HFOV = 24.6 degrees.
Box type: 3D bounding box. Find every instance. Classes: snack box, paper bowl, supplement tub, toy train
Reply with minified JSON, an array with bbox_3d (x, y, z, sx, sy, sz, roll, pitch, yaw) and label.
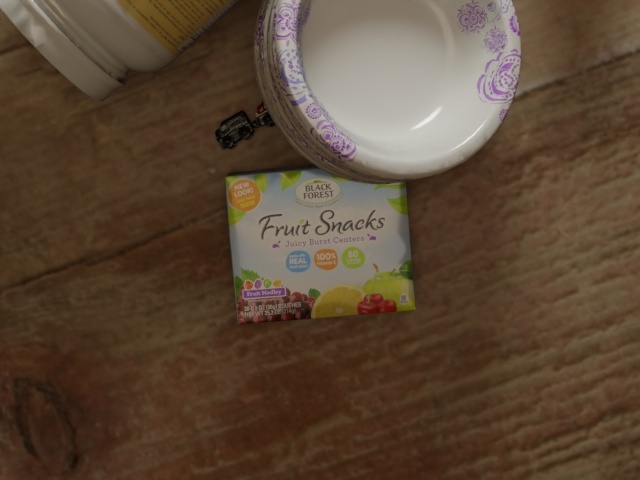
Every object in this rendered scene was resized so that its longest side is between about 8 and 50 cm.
[{"bbox_3d":[0.000,0.000,1.689,0.207,0.070,0.175,-4,96,0],"label":"snack box"},{"bbox_3d":[0.064,-0.203,1.599,0.284,0.148,0.284,1,87,-19],"label":"paper bowl"},{"bbox_3d":[-0.180,-0.333,1.565,0.331,0.241,0.241,-41,95,5],"label":"supplement tub"},{"bbox_3d":[-0.052,-0.156,1.694,0.158,0.027,0.036,-29,85,5],"label":"toy train"}]
